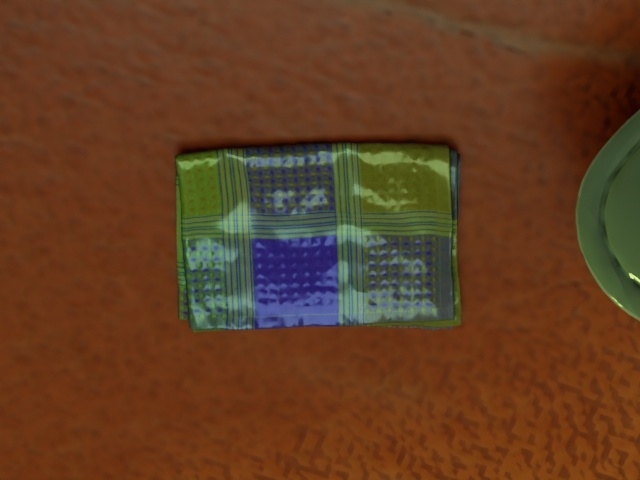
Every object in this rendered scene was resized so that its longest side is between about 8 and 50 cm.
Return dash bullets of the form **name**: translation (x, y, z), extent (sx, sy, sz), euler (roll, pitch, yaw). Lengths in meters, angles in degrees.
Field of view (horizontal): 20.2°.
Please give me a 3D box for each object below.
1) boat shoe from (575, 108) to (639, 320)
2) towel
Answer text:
- **boat shoe**: translation (0.170, -0.050, 0.463), extent (0.227, 0.068, 0.081), euler (-32, 72, 10)
- **towel**: translation (0.000, 0.000, 0.516), extent (0.083, 0.009, 0.060), euler (1, 117, -1)
